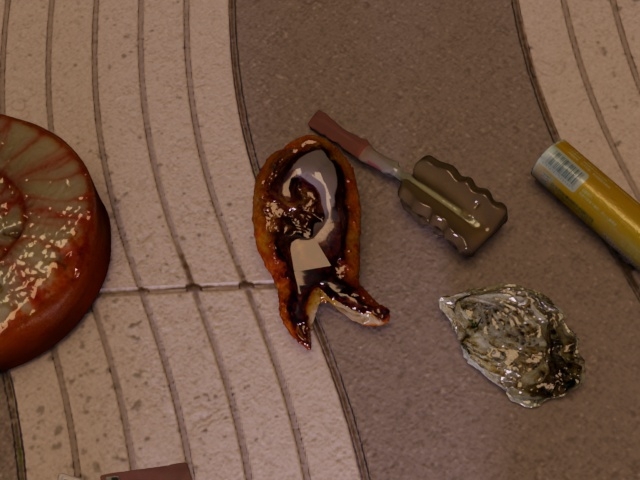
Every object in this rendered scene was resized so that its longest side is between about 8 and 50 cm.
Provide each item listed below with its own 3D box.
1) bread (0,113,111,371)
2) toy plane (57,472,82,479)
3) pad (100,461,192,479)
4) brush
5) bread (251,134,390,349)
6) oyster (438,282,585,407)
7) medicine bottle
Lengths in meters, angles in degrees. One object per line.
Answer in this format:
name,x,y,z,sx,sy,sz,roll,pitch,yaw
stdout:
bread,-0.417,0.006,1.310,0.295,0.114,0.327,15,66,11
toy plane,-0.317,0.363,1.131,0.245,0.117,0.244,1,57,-1
pad,-0.166,0.335,1.149,0.113,0.006,0.187,0,56,-38
brush,0.099,-0.088,1.339,0.301,0.071,0.084,37,76,26
bread,-0.009,-0.001,1.296,0.139,0.095,0.269,-13,78,1
oyster,0.227,0.113,1.233,0.125,0.064,0.177,-36,76,4
medicine bottle,0.357,-0.033,1.283,0.074,0.074,0.218,-38,65,-13
